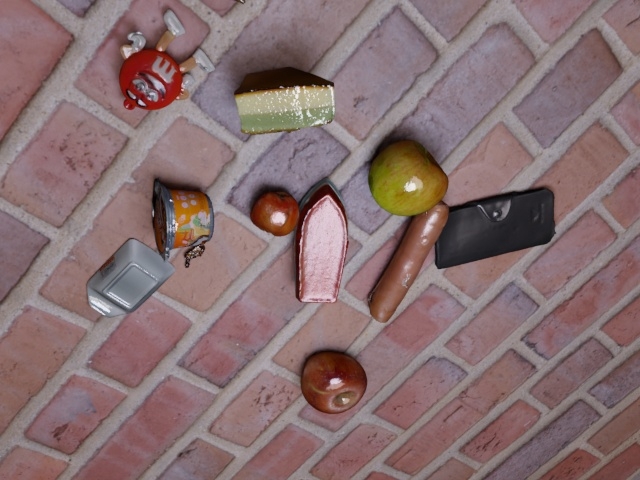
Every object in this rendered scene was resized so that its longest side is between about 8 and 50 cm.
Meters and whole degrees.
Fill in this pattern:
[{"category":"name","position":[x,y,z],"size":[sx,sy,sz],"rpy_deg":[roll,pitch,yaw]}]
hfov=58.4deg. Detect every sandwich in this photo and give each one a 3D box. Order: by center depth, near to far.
[{"category":"sandwich","position":[-0.067,-0.325,1.300],"size":[0.220,0.186,0.108],"rpy_deg":[-3,121,8]}]

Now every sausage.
[{"category":"sausage","position":[0.240,0.065,1.623],"size":[0.094,0.094,0.419],"rpy_deg":[27,118,3]}]

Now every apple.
[{"category":"apple","position":[0.217,-0.154,1.455],"size":[0.196,0.196,0.196],"rpy_deg":[-5,119,-10]},{"category":"apple","position":[0.037,0.429,1.759],"size":[0.201,0.162,0.201],"rpy_deg":[-12,128,-17]}]

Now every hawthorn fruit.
[{"category":"hawthorn fruit","position":[-0.117,-0.071,1.472],"size":[0.128,0.128,0.128],"rpy_deg":[-5,119,-10]}]

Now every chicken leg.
[{"category":"chicken leg","position":[-0.342,0.039,1.533],"size":[0.083,0.021,0.036],"rpy_deg":[-41,128,12]}]

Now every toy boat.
[{"category":"toy boat","position":[0.000,0.000,1.537],"size":[0.145,0.133,0.332],"rpy_deg":[3,107,-9]}]

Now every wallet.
[{"category":"wallet","position":[0.507,-0.037,1.667],"size":[0.377,0.051,0.197],"rpy_deg":[-12,119,-8]}]

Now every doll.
[{"category":"doll","position":[-0.363,-0.376,1.266],"size":[0.217,0.085,0.183],"rpy_deg":[-40,121,0]}]

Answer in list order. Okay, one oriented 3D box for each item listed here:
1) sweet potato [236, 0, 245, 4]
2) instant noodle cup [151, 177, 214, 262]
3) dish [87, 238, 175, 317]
[{"category":"sweet potato","position":[-0.236,-0.582,1.197],"size":[0.065,0.051,0.218],"rpy_deg":[-36,119,6]},{"category":"instant noodle cup","position":[-0.336,-0.053,1.412],"size":[0.125,0.177,0.208],"rpy_deg":[-4,89,-28]},{"category":"dish","position":[-0.513,0.122,1.516],"size":[0.234,0.064,0.154],"rpy_deg":[-42,119,13]}]
